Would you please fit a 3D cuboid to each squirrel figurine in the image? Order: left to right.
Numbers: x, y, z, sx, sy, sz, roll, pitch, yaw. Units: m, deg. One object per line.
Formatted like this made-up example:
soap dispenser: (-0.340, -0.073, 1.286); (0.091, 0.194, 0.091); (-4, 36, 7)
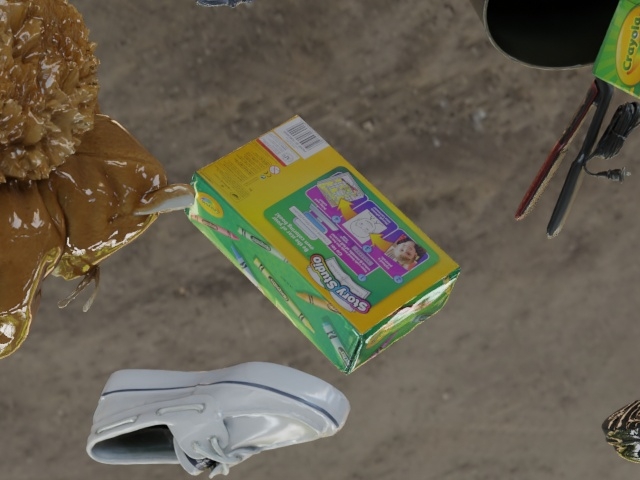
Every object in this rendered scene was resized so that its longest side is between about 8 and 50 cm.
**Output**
squirrel figurine: (-0.291, -0.058, 1.384); (0.370, 0.281, 0.397); (-20, 139, -38)

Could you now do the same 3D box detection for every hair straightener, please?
hair straightener: (0.300, -0.099, 1.618); (0.230, 0.089, 0.047); (-61, 162, 16)

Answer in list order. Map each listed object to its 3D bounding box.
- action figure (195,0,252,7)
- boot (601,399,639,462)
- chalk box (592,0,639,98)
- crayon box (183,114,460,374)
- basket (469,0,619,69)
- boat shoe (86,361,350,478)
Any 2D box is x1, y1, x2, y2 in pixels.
action figure: (-0.247, -0.371, 1.787); (0.330, 0.341, 0.178); (-38, 137, -46)
boot: (0.388, 0.227, 1.325); (0.246, 0.207, 0.094); (-14, -172, 29)
chalk box: (0.335, -0.160, 1.105); (0.180, 0.289, 0.179); (6, 111, -39)
crayon box: (0.000, 0.000, 1.706); (0.165, 0.278, 0.081); (-32, 156, -34)
basket: (0.176, -0.277, 1.311); (0.204, 0.227, 0.154); (-1, 133, -33)
boat shoe: (-0.091, 0.163, 1.295); (0.258, 0.084, 0.095); (-8, 138, 37)
